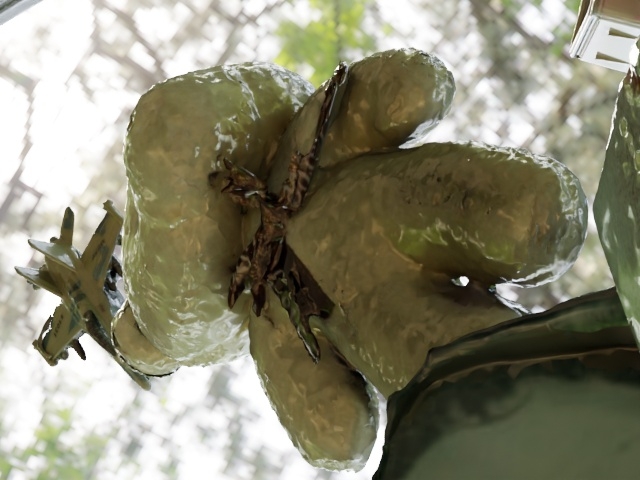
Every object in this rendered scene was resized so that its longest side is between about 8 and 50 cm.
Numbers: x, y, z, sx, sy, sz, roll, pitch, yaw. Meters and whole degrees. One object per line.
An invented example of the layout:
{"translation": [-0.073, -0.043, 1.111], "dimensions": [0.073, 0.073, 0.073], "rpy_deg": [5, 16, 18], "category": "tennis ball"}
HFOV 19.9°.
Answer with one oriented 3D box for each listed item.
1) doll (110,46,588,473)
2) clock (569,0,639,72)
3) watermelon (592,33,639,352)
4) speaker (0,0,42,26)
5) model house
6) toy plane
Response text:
{"translation": [0.001, -0.005, 0.834], "dimensions": [0.278, 0.149, 0.175], "rpy_deg": [14, -118, 47], "category": "doll"}
{"translation": [0.309, -0.261, 1.836], "dimensions": [0.071, 0.192, 0.147], "rpy_deg": [14, -97, 3], "category": "clock"}
{"translation": [0.190, -0.108, 0.523], "dimensions": [0.320, 0.214, 0.289], "rpy_deg": [-19, -110, 37], "category": "watermelon"}
{"translation": [-0.231, -0.211, 1.311], "dimensions": [0.388, 0.180, 0.184], "rpy_deg": [-27, -105, 16], "category": "speaker"}
{"translation": [0.155, 0.190, 0.688], "dimensions": [0.184, 0.291, 0.253], "rpy_deg": [-22, -137, 34], "category": "model house"}
{"translation": [-0.225, 0.076, 1.878], "dimensions": [0.262, 0.088, 0.192], "rpy_deg": [44, -66, 35], "category": "toy plane"}
